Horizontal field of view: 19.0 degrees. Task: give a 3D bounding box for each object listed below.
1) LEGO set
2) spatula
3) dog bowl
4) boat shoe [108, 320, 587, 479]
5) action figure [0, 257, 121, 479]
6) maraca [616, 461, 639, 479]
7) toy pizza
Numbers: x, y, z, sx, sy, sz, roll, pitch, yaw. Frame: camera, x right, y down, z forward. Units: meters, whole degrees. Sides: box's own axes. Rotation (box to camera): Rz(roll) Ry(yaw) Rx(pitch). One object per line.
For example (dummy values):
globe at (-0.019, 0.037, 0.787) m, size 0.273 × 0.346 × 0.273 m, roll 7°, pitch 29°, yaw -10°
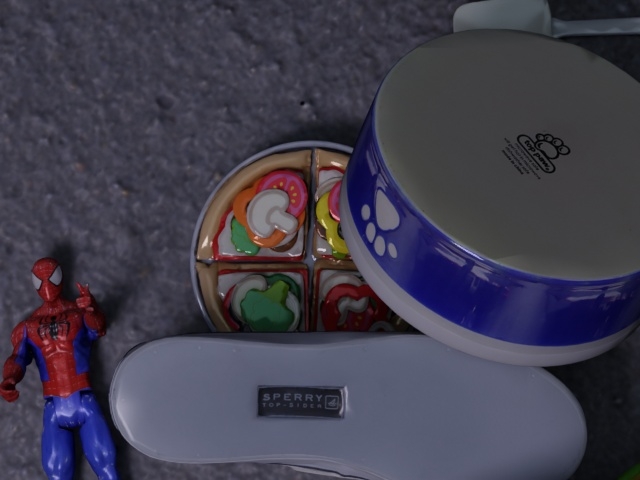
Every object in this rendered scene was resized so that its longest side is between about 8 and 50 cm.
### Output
LEGO set at (-0.002, 0.002, 1.604) m, size 0.054 × 0.023 × 0.083 m, roll -16°, pitch 92°, yaw 3°
spatula at (0.235, -0.126, 1.610) m, size 0.242 × 0.019 × 0.168 m, roll -2°, pitch 79°, yaw 4°
dog bowl at (0.153, -0.037, 1.477) m, size 0.265 × 0.104 × 0.265 m, roll 8°, pitch 49°, yaw -10°
boat shoe at (0.018, 0.132, 1.508) m, size 0.367 × 0.156 × 0.135 m, roll 3°, pitch 92°, yaw -5°
action figure at (-0.203, 0.142, 1.536) m, size 0.091 × 0.139 × 0.280 m, roll -12°, pitch 77°, yaw 0°
maraca at (0.289, 0.251, 1.503) m, size 0.127 × 0.099 × 0.185 m, roll -32°, pitch 106°, yaw 0°
toy pizza at (-0.007, 0.018, 1.575) m, size 0.201 × 0.032 × 0.201 m, roll 0°, pitch 91°, yaw 1°
